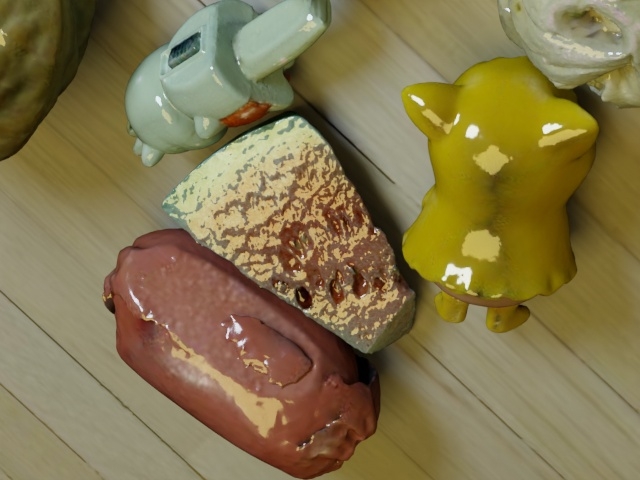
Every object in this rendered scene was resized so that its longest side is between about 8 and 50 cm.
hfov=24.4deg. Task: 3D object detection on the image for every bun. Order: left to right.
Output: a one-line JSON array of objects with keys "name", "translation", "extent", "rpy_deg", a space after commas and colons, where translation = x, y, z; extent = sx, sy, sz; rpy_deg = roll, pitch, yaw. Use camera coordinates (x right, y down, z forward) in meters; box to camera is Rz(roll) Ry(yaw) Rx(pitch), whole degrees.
[{"name": "bun", "translation": [0.202, -0.177, 1.049], "extent": [0.178, 0.128, 0.193], "rpy_deg": [22, 129, 12]}]

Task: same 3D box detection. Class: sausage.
[{"name": "sausage", "translation": [-0.072, 0.101, 1.340], "extent": [0.279, 0.152, 0.152], "rpy_deg": [35, 128, 5]}]

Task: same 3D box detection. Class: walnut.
[{"name": "walnut", "translation": [-0.307, -0.192, 1.235], "extent": [0.283, 0.227, 0.283], "rpy_deg": [11, 113, 28]}]

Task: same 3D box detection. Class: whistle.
[{"name": "whistle", "translation": [-0.082, -0.140, 1.231], "extent": [0.253, 0.105, 0.102], "rpy_deg": [-28, 81, 41]}]

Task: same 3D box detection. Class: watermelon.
[{"name": "watermelon", "translation": [0.000, 0.000, 1.297], "extent": [0.154, 0.094, 0.241], "rpy_deg": [-35, 101, 28]}]

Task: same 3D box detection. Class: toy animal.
[{"name": "toy animal", "translation": [0.136, -0.028, 1.166], "extent": [0.156, 0.156, 0.230], "rpy_deg": [14, 128, 19]}]
